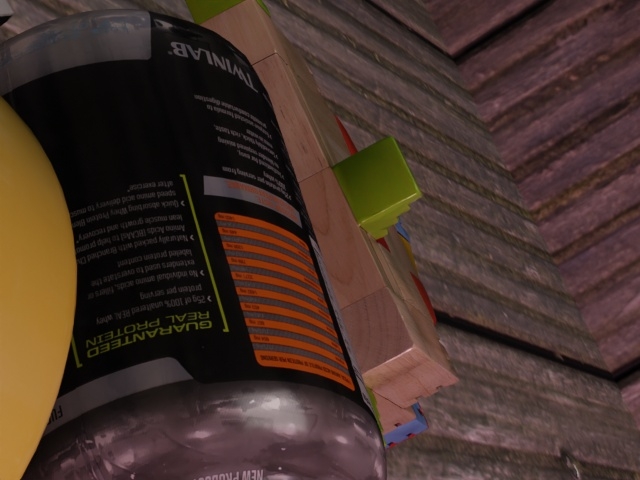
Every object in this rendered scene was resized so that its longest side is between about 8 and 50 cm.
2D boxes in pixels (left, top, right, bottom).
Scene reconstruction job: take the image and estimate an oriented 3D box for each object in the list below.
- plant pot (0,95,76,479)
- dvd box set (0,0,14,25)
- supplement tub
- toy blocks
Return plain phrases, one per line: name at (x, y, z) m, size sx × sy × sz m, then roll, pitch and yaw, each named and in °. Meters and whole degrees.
plant pot at (-0.239, -0.011, 0.538) m, size 0.239 × 0.254 × 0.254 m, roll 53°, pitch 15°, yaw -54°
dvd box set at (-0.366, -0.274, 0.991) m, size 0.420 × 0.062 × 0.307 m, roll 57°, pitch 19°, yaw -1°
supplement tub at (-0.089, 0.061, 0.929) m, size 0.207 × 0.207 × 0.338 m, roll 35°, pitch 29°, yaw -48°
toy blocks at (0.000, 0.000, 1.347) m, size 0.381 × 0.190 × 0.261 m, roll 65°, pitch 9°, yaw 19°
